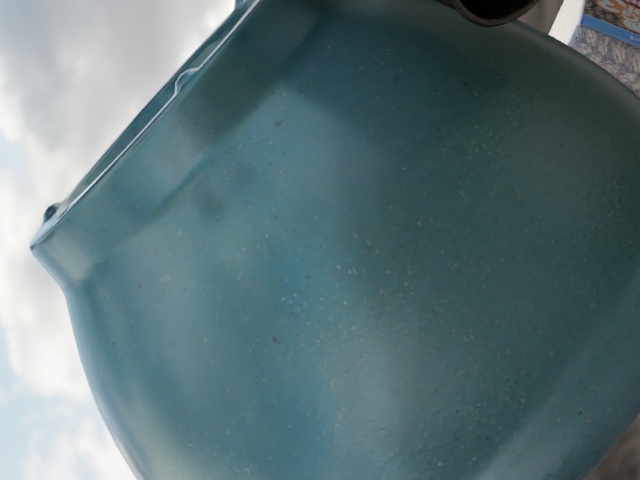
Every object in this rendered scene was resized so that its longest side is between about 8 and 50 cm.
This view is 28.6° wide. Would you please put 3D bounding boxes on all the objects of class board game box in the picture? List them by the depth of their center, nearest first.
[{"bbox_3d":[0.292,-0.147,1.283,0.291,0.141,0.232,-64,-4,-57],"label":"board game box"}]

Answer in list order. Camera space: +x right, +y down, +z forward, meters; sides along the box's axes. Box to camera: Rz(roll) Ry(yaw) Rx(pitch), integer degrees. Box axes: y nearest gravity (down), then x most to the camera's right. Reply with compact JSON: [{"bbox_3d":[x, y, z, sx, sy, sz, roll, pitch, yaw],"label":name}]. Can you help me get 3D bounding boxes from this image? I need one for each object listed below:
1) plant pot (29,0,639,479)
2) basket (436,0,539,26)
[{"bbox_3d":[0.000,0.000,0.558,0.196,0.293,0.293,42,-154,-13],"label":"plant pot"},{"bbox_3d":[-0.003,-0.204,0.473,0.204,0.227,0.154,-65,-29,-5],"label":"basket"}]
